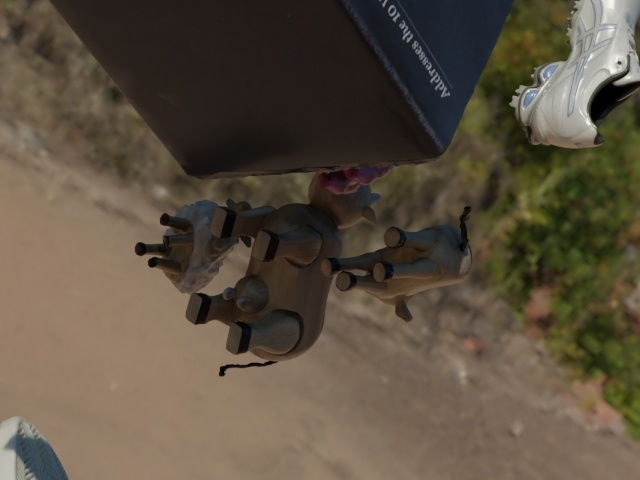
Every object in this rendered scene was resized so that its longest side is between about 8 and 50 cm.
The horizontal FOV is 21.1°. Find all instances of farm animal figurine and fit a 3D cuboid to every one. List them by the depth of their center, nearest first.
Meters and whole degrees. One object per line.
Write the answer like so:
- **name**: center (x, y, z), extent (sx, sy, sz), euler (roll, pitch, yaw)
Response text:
- **farm animal figurine**: center (0.000, 0.000, 1.724), extent (0.172, 0.327, 0.330), euler (2, 38, -45)

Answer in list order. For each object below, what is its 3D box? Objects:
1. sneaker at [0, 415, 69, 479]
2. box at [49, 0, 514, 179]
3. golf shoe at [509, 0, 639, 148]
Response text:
- **sneaker**: center (-0.354, 0.343, 1.858), extent (0.131, 0.148, 0.350), euler (52, 17, -37)
- **box**: center (-0.034, -0.384, 1.452), extent (0.297, 0.472, 0.480), euler (-4, -43, 36)
- **golf shoe**: center (0.228, -0.143, 1.342), extent (0.086, 0.176, 0.069), euler (23, -12, 40)
